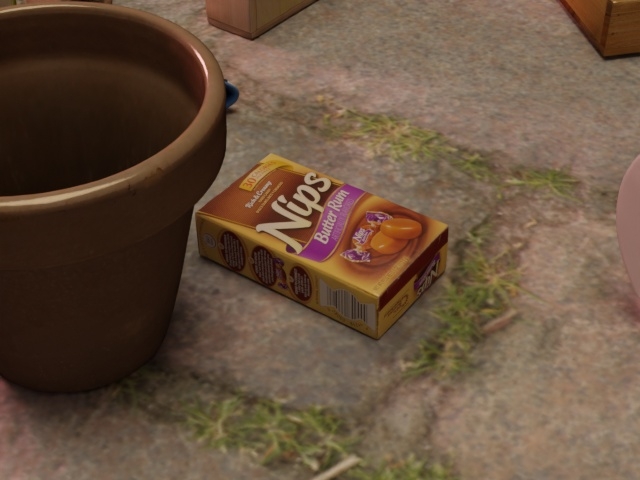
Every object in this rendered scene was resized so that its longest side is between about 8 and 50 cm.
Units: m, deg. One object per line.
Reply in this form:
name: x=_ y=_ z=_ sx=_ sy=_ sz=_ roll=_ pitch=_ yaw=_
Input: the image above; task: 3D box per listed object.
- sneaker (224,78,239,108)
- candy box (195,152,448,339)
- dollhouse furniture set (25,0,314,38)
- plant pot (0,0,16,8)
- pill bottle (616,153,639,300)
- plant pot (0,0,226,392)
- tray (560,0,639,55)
sneaker: x=-0.129 y=-0.123 z=1.129 sx=0.059 sy=0.053 sz=0.144 roll=16 pitch=43 yaw=15
candy box: x=0.000 y=0.000 z=0.978 sx=0.187 sy=0.053 sz=0.109 roll=23 pitch=45 yaw=27
dollhouse furniture set: x=-0.188 y=-0.431 z=1.348 sx=0.394 sy=0.256 sz=0.362 roll=26 pitch=45 yaw=28
plant pot: x=-0.427 y=-0.242 z=1.148 sx=0.227 sy=0.228 sz=0.207 roll=-31 pitch=55 yaw=-32
pill bottle: x=0.428 y=-0.039 z=0.906 sx=0.361 sy=0.204 sz=0.204 roll=-18 pitch=42 yaw=-21
plant pot: x=-0.195 y=-0.014 z=0.853 sx=0.263 sy=0.229 sz=0.263 roll=0 pitch=38 yaw=0
tray: x=0.486 y=-0.310 z=1.345 sx=0.411 sy=0.076 sz=0.202 roll=-7 pitch=39 yaw=-10
